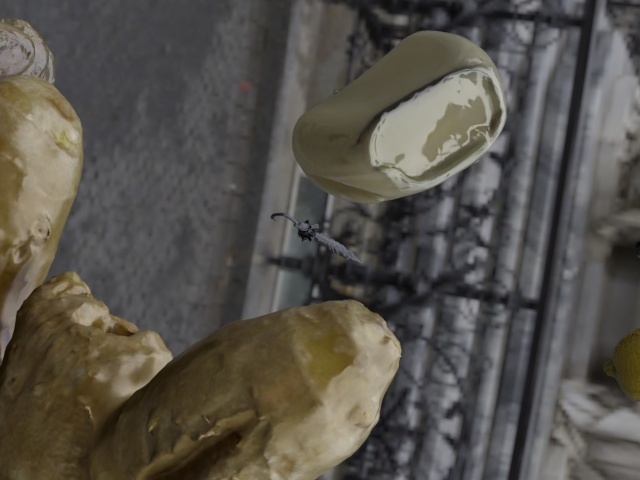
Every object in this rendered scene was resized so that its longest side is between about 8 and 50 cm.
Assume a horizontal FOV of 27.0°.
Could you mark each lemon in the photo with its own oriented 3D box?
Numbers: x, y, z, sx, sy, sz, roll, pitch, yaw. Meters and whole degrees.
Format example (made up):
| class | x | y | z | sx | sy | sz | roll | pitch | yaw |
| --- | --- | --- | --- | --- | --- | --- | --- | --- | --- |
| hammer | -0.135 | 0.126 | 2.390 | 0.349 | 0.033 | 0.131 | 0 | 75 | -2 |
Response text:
| class | x | y | z | sx | sy | sz | roll | pitch | yaw |
| --- | --- | --- | --- | --- | --- | --- | --- | --- | --- |
| lemon | 0.329 | 0.119 | 1.289 | 0.082 | 0.110 | 0.082 | 44 | 38 | -48 |

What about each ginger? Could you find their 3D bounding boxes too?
| class | x | y | z | sx | sy | sz | roll | pitch | yaw |
| --- | --- | --- | --- | --- | --- | --- | --- | --- | --- |
| ginger | -0.158 | 0.115 | 0.715 | 0.122 | 0.363 | 0.348 | 13 | 107 | -59 |
| ginger | -0.344 | -0.197 | 1.481 | 0.204 | 0.080 | 0.104 | 103 | -1 | -81 |

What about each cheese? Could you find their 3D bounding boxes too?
| class | x | y | z | sx | sy | sz | roll | pitch | yaw |
| --- | --- | --- | --- | --- | --- | --- | --- | --- | --- |
| cheese | 0.096 | -0.152 | 1.648 | 0.266 | 0.233 | 0.127 | -33 | 118 | -16 |

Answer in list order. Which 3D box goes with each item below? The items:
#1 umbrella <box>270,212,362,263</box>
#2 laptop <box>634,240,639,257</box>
| class | x | y | z | sx | sy | sz | roll | pitch | yaw |
| --- | --- | --- | --- | --- | --- | --- | --- | --- | --- |
| umbrella | 0.004 | -0.001 | 1.251 | 0.149 | 0.022 | 0.022 | 26 | 60 | -49 |
| laptop | 0.456 | -0.017 | 1.453 | 0.135 | 0.197 | 0.016 | 17 | 51 | -36 |
